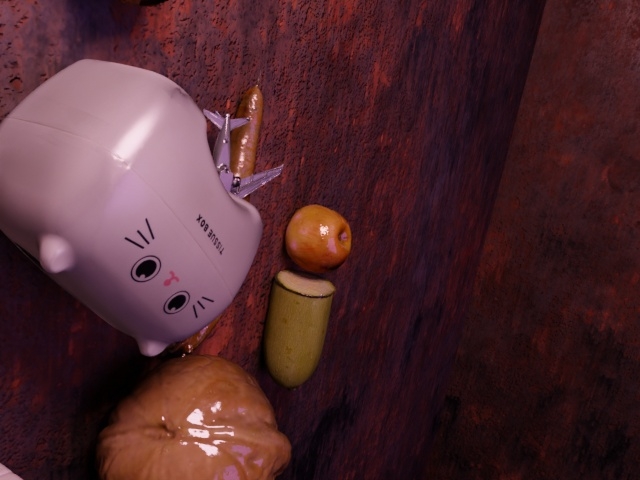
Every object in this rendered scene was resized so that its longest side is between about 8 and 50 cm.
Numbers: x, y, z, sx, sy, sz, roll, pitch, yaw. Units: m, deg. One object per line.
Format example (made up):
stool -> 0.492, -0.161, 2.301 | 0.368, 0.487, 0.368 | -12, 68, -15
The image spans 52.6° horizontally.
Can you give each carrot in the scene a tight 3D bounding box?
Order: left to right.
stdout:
carrot -> -0.133, -0.133, 1.068 | 0.078, 0.078, 0.298 | 11, 95, -62

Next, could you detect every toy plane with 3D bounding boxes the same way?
toy plane -> -0.158, -0.091, 0.999 | 0.226, 0.058, 0.226 | 4, 90, -35

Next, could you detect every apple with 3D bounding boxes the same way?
apple -> 0.000, 0.000, 1.325 | 0.146, 0.146, 0.146 | -40, 140, -45

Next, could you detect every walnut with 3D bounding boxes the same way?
walnut -> -0.195, 0.339, 1.030 | 0.333, 0.333, 0.332 | -40, 140, -45

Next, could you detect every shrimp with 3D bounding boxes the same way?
shrimp -> -0.221, 0.112, 1.097 | 0.132, 0.052, 0.187 | 37, 68, -42

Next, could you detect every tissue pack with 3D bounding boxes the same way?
tissue pack -> -0.231, -0.024, 0.778 | 0.236, 0.229, 0.333 | -58, 150, -23

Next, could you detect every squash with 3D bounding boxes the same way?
squash -> -0.055, 0.197, 1.355 | 0.132, 0.132, 0.247 | -14, 120, -58

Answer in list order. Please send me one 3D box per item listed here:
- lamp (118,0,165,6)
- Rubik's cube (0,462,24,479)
lamp -> -0.205, -0.335, 0.731 | 0.136, 0.136, 0.136 | -40, 140, -45
Rubik's cube -> -0.426, 0.424, 0.648 | 0.290, 0.291, 0.291 | -2, 110, -61
